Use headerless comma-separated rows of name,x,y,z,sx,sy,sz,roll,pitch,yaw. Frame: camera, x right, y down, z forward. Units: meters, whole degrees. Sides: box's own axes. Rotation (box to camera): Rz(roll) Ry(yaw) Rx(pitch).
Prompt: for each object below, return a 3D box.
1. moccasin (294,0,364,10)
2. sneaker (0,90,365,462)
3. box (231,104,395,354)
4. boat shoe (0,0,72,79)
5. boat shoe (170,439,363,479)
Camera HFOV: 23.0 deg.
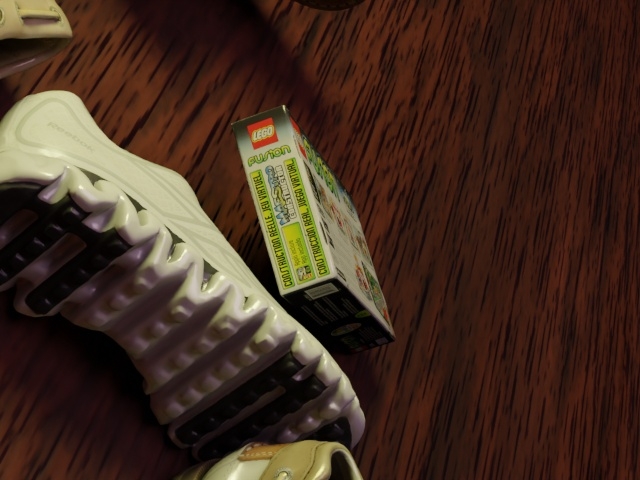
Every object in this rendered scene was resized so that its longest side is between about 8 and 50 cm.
moccasin,-0.096,-0.253,1.029,0.380,0.139,0.147,35,41,-42
sneaker,-0.076,0.028,0.883,0.292,0.110,0.118,46,25,-31
box,0.000,0.000,1.016,0.207,0.036,0.114,48,23,-71
boat shoe,-0.205,-0.088,0.754,0.098,0.109,0.302,57,24,-10
boat shoe,-0.032,0.230,0.782,0.113,0.103,0.302,38,38,-38
